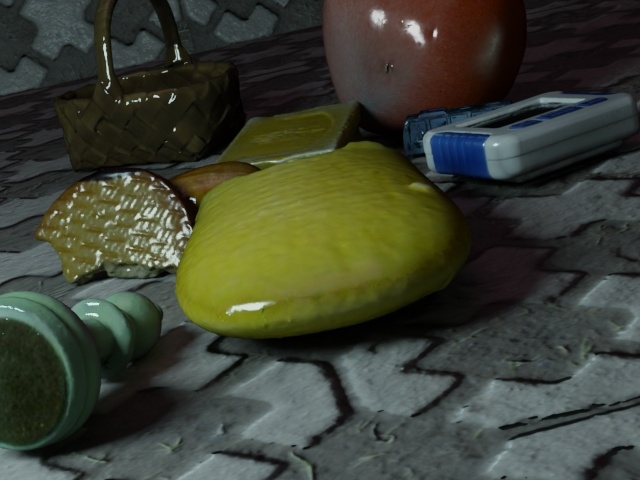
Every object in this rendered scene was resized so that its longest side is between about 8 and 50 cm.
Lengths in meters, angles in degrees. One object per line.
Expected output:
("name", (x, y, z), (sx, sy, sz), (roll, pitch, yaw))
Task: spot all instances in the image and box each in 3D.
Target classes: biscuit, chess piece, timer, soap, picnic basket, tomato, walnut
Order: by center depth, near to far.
("chess piece", (-0.220, 0.099, 1.168), (0.139, 0.139, 0.271), (-5, 6, 22))
("soap", (0.000, 0.003, 1.302), (0.306, 0.115, 0.427), (-8, 18, 0))
("biscuit", (-0.240, -0.004, 1.512), (0.228, 0.176, 0.031), (36, 7, 25))
("walnut", (-0.156, -0.037, 1.565), (0.207, 0.116, 0.116), (-20, 17, 2))
("timer", (0.279, -0.134, 1.618), (0.253, 0.078, 0.178), (-20, 16, -29))
("soap", (-0.038, -0.115, 1.755), (0.199, 0.091, 0.315), (-7, 18, 11))
("tomato", (0.144, -0.322, 1.909), (0.341, 0.341, 0.273), (3, 35, 41))
("picnic basket", (-0.312, -0.302, 2.162), (0.337, 0.337, 0.293), (-5, 18, 22))

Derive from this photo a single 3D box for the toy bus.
("toy bus", (0.201, -0.163, 1.784), (0.165, 0.065, 0.047), (-8, 18, 9))
